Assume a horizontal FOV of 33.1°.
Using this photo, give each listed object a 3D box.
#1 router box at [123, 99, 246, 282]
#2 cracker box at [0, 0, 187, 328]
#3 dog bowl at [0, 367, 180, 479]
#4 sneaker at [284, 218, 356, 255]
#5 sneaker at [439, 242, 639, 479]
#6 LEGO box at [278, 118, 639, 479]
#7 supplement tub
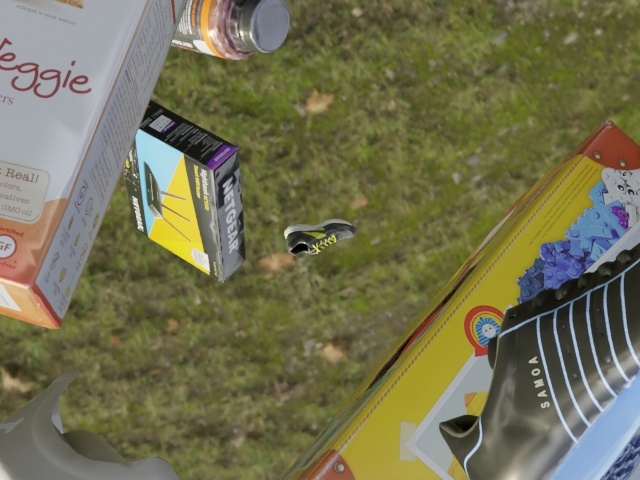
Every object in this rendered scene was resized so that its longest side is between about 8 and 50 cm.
[{"bbox_3d":[-0.145,-0.053,1.130,0.046,0.133,0.179,-47,154,-31],"label":"router box"},{"bbox_3d":[-0.147,-0.097,0.454,0.155,0.232,0.067,16,160,2],"label":"cracker box"},{"bbox_3d":[-0.176,0.283,0.883,0.102,0.349,0.349,-26,150,-28],"label":"dog bowl"},{"bbox_3d":[0.000,0.000,1.209,0.083,0.035,0.031,-8,140,14],"label":"sneaker"},{"bbox_3d":[0.140,0.042,0.514,0.081,0.090,0.232,1,126,-53],"label":"sneaker"},{"bbox_3d":[0.227,0.196,0.952,0.500,0.372,0.193,-46,177,-31],"label":"LEGO box"},{"bbox_3d":[-0.134,-0.280,1.314,0.106,0.198,0.106,-28,127,-44],"label":"supplement tub"}]
